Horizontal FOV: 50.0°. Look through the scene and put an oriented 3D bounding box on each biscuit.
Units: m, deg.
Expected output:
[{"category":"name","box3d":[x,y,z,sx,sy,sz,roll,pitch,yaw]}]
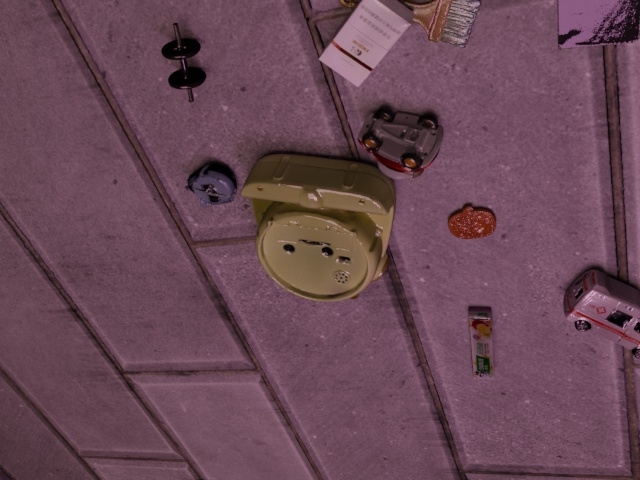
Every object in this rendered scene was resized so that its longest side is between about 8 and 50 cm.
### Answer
[{"category":"biscuit","box3d":[0.289,-0.036,1.312,0.091,0.015,0.078,-5,127,21]}]

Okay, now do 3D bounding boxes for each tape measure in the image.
[{"category":"tape measure","box3d":[-0.217,-0.112,1.379,0.094,0.054,0.091,-14,131,31]}]

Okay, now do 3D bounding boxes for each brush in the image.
[{"category":"brush","box3d":[0.133,-0.360,1.071,0.218,0.010,0.082,15,134,4]}]

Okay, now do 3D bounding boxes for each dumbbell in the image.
[{"category":"dumbbell","box3d":[-0.238,-0.308,1.197,0.069,0.069,0.147,6,133,13]}]

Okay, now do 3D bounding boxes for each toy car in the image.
[{"category":"toy car","box3d":[0.137,-0.158,1.201,0.139,0.112,0.112,20,151,13]},{"category":"toy car","box3d":[0.583,0.141,1.329,0.210,0.089,0.108,26,128,-2]}]

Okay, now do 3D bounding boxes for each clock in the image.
[{"category":"clock","box3d":[0.000,0.000,1.366,0.286,0.117,0.348,7,133,12]}]

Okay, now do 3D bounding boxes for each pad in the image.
[{"category":"pad","box3d":[0.399,-0.363,0.981,0.116,0.004,0.193,-1,134,19]}]

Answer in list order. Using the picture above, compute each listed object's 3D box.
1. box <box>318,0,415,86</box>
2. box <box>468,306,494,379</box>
[{"category":"box","box3d":[0.071,-0.324,1.096,0.084,0.040,0.154,31,140,-14]},{"category":"box","box3d":[0.356,0.230,1.513,0.050,0.041,0.207,-1,131,15]}]
